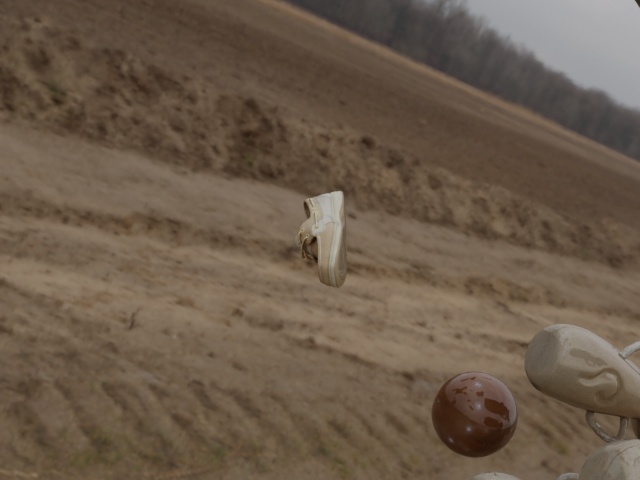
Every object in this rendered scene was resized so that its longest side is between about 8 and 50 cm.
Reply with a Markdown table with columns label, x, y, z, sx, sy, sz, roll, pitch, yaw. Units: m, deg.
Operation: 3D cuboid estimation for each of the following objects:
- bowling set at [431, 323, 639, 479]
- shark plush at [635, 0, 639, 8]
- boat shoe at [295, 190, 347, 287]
| label | x | y | z | sx | sy | sz | roll | pitch | yaw |
| --- | --- | --- | --- | --- | --- | --- | --- | --- | --- |
| bowling set | 0.173 | 0.128 | 0.543 | 0.154 | 0.287 | 0.200 | 26 | 6 | -25 |
| shark plush | 0.309 | -0.269 | 0.940 | 0.161 | 0.067 | 0.073 | 7 | 46 | -38 |
| boat shoe | 0.000 | 0.000 | 1.098 | 0.059 | 0.063 | 0.170 | -4 | 30 | 4 |
